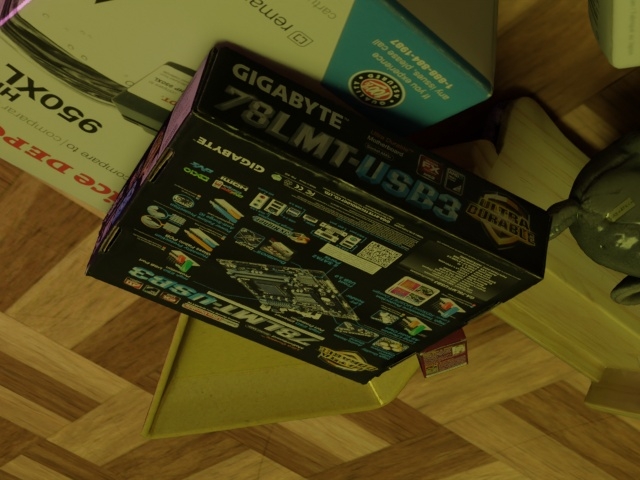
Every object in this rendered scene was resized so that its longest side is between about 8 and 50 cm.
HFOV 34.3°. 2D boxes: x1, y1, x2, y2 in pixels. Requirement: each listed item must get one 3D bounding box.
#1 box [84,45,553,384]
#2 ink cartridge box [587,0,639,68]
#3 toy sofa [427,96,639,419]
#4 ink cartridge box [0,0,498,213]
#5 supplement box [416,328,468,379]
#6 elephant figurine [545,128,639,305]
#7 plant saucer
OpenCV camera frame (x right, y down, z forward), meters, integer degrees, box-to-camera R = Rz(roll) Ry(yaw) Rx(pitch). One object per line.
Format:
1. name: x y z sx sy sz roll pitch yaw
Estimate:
1. box: -0.015 0.003 0.859 0.295 0.073 0.293 24 149 -15
2. ink cartridge box: 0.367 -0.280 0.655 0.385 0.091 0.308 -10 138 6
3. toy sofa: 0.236 0.025 1.037 0.362 0.177 0.150 33 165 -21
4. ink cartridge box: -0.098 -0.171 0.839 0.285 0.166 0.395 32 142 -34
5. supplement box: 0.132 0.116 1.157 0.055 0.043 0.083 -17 151 0
6. elephant figurine: 0.311 -0.013 0.908 0.186 0.169 0.239 31 180 21
7. plant saucer: -0.029 0.110 1.190 0.333 0.081 0.333 -4 148 -21
